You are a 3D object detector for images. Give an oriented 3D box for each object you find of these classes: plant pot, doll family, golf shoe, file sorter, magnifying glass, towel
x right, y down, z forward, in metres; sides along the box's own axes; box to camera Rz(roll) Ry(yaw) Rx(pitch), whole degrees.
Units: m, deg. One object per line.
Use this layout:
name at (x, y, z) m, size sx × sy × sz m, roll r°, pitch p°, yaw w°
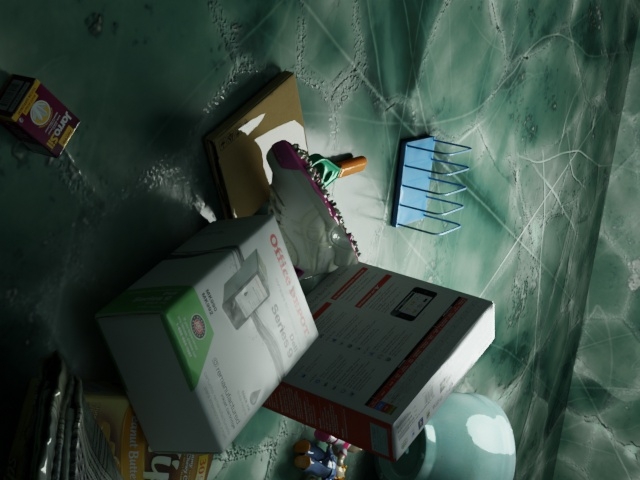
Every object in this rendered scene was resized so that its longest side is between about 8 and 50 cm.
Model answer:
plant pot at (0.239, 0.453, 1.978) m, size 0.196 × 0.293 × 0.293 m, roll 17°, pitch 89°, yaw -32°
doll family at (0.000, 0.450, 1.755) m, size 0.163 × 0.118 × 0.263 m, roll 43°, pitch 49°, yaw -49°
golf shoe at (-0.037, -0.029, 1.428) m, size 0.140 × 0.115 × 0.306 m, roll -27°, pitch 142°, yaw 1°
file sorter at (0.221, -0.107, 1.822) m, size 0.118 × 0.104 × 0.170 m, roll -19°, pitch 119°, yaw -53°
magnifying glass at (0.013, -0.111, 1.558) m, size 0.231 × 0.026 × 0.092 m, roll -26°, pitch 144°, yaw -57°
towel at (-0.244, 0.326, 1.012) m, size 0.312 × 0.056 × 0.324 m, roll -102°, pitch 178°, yaw -55°

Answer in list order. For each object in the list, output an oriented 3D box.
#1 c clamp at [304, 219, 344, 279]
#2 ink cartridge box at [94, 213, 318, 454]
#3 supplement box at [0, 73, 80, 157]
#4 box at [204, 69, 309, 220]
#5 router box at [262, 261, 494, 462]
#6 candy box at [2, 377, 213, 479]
c clamp at (0.000, 0.000, 1.606) m, size 0.161 × 0.022 × 0.137 m, roll -11°, pitch 113°, yaw -54°
ink cartridge box at (-0.140, 0.117, 1.261) m, size 0.289 × 0.121 × 0.211 m, roll -47°, pitch 123°, yaw -52°
supplement box at (-0.316, -0.137, 1.034) m, size 0.055 × 0.043 × 0.083 m, roll -65°, pitch 148°, yaw -16°
box at (-0.089, -0.136, 1.404) m, size 0.201 × 0.021 × 0.164 m, roll -48°, pitch 142°, yaw -37°
router box at (0.081, 0.180, 1.551) m, size 0.335 × 0.301 × 0.082 m, roll -41°, pitch 135°, yaw -40°
candy box at (-0.270, 0.288, 1.257) m, size 0.316 × 0.087 × 0.183 m, roll 18°, pitch 87°, yaw -57°
